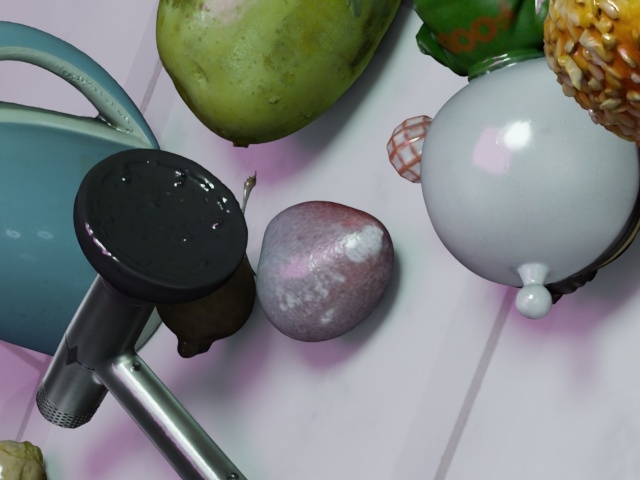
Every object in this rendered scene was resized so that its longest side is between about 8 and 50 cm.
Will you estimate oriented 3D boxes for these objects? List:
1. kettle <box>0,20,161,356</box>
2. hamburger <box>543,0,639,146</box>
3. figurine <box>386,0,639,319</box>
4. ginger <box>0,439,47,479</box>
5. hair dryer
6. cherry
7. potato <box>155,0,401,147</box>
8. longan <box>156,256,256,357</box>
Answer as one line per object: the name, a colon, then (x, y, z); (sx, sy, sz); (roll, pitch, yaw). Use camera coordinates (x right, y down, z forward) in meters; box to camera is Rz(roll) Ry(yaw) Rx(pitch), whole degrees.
kettle: (-0.327, -0.060, 1.940); (0.247, 0.342, 0.319); (24, 93, 54)
hamburger: (0.311, -0.174, 1.213); (0.330, 0.330, 0.250); (-13, 66, 48)
figurine: (0.149, -0.123, 1.459); (0.281, 0.167, 0.370); (-18, 82, 37)
ginger: (-0.360, 0.338, 1.999); (0.116, 0.109, 0.263); (12, 85, 50)
hair dryer: (-0.119, 0.110, 1.729); (0.155, 0.284, 0.320); (-50, -14, -45)
cherry: (0.002, -0.003, 1.696); (0.148, 0.115, 0.188); (126, 151, -55)
potato: (-0.033, -0.237, 1.766); (0.304, 0.216, 0.216); (-58, 39, 20)
longan: (-0.113, 0.057, 1.817); (0.106, 0.106, 0.119); (6, 84, 52)
